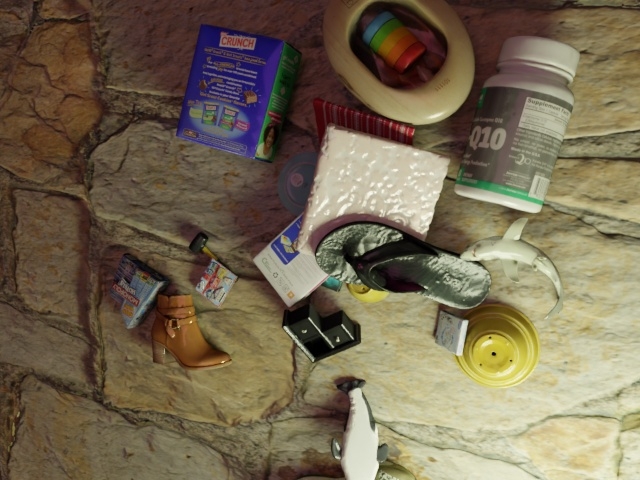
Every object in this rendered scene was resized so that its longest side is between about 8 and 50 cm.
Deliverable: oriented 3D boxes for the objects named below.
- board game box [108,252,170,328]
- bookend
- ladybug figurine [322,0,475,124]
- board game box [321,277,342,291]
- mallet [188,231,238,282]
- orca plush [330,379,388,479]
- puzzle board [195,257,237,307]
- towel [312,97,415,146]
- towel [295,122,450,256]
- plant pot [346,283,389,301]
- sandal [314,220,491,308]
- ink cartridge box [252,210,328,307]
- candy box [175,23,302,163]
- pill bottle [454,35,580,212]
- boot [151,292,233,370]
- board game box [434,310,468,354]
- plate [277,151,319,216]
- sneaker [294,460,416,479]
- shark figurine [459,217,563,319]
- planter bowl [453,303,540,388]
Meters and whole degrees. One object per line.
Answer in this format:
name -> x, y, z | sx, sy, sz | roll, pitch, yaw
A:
board game box -> -0.599, 0.170, 1.683 | 0.194, 0.060, 0.194 | 28, 101, 21
bookend -> 0.005, 0.234, 1.424 | 0.157, 0.072, 0.156 | -26, 119, 19
ladybug figurine -> 0.189, -0.468, 1.310 | 0.305, 0.162, 0.449 | -39, 76, 9
board game box -> -0.013, 0.054, 1.487 | 0.186, 0.026, 0.126 | 20, 99, 18
mallet -> -0.326, 0.064, 1.600 | 0.062, 0.039, 0.190 | -42, 83, 17
orca plush -> 0.088, 0.535, 1.428 | 0.151, 0.102, 0.287 | -10, 61, -15
puzzle board -> -0.317, 0.129, 1.592 | 0.096, 0.011, 0.128 | 36, 113, 7
towel -> 0.109, -0.261, 1.357 | 0.274, 0.199, 0.031 | 21, 64, 18
towel -> 0.125, -0.093, 1.302 | 0.316, 0.053, 0.332 | 12, 111, -7
plant pot -> 0.121, 0.106, 1.403 | 0.134, 0.095, 0.134 | 1, 93, 20
sandal -> 0.208, 0.064, 1.279 | 0.445, 0.107, 0.168 | 13, 107, -3
ink cartridge box -> 0.000, 0.000, 1.432 | 0.371, 0.069, 0.176 | -42, 77, 16
candy box -> -0.229, -0.404, 1.457 | 0.268, 0.122, 0.318 | 19, 99, 19
pill bottle -> 0.452, -0.259, 1.211 | 0.204, 0.204, 0.362 | 17, 97, 19
boot -> -0.391, 0.273, 1.605 | 0.283, 0.109, 0.220 | 3, 89, 27
board game box -> 0.333, 0.234, 1.342 | 0.020, 0.090, 0.090 | 6, 97, -25
plate -> -0.040, -0.157, 1.490 | 0.188, 0.024, 0.188 | 1, 94, 20
sneaker -> 0.067, 0.713, 1.401 | 0.410, 0.182, 0.158 | -21, 85, 19
shark figurine -> 0.496, 0.049, 1.257 | 0.278, 0.116, 0.166 | 36, 107, 7
planter bowl -> 0.429, 0.271, 1.301 | 0.217, 0.090, 0.217 | 1, 92, 21
